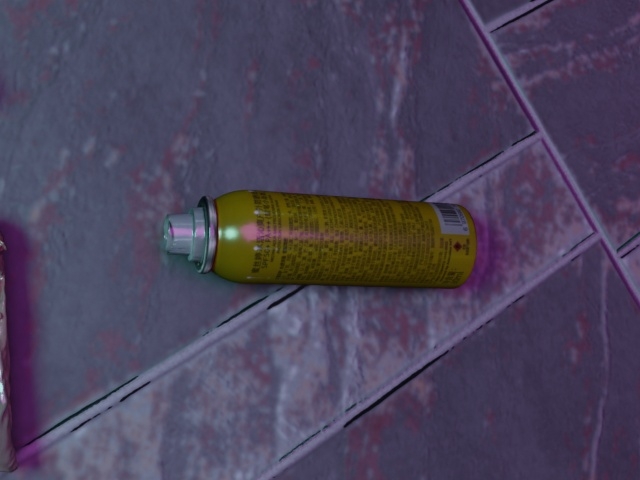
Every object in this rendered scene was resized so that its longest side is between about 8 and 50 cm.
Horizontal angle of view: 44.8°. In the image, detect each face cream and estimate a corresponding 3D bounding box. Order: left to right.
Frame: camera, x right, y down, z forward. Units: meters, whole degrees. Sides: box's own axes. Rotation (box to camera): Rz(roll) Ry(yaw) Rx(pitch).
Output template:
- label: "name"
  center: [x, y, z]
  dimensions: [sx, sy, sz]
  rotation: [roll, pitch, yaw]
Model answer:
- label: "face cream"
  center: [0.000, 0.000, 0.874]
  dimensions: [0.349, 0.105, 0.104]
  rotation: [2, 79, -21]

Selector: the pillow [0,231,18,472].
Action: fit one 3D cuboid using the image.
- label: "pillow"
  center: [-0.383, 0.092, 0.733]
  dimensions: [0.173, 0.067, 0.270]
  rotation: [-3, 81, -16]
